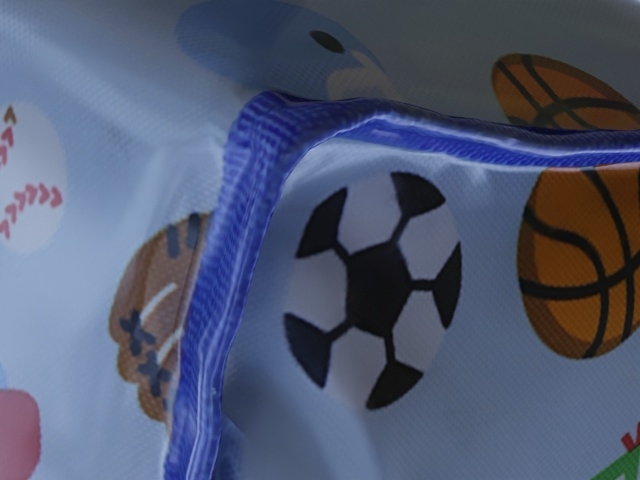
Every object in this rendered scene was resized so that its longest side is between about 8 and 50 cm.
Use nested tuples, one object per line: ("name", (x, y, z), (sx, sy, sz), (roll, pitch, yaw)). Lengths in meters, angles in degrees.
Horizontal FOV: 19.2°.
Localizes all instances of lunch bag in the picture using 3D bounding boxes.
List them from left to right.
("lunch bag", (0.000, 0.000, 0.573), (0.385, 0.239, 0.328), (-7, -149, -46))
